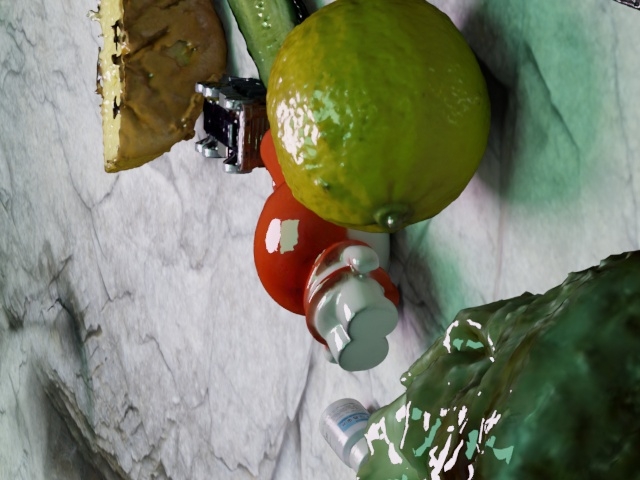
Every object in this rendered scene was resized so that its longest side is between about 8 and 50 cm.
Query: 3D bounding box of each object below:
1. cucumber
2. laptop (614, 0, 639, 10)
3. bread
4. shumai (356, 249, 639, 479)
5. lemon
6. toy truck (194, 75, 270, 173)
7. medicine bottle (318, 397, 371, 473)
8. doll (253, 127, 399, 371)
[{"bbox_3d":[-0.041,-0.223,1.768,0.078,0.062,0.211,-38,46,19],"label":"cucumber"},{"bbox_3d":[0.219,-0.286,1.249,0.154,0.026,0.207,40,130,55],"label":"laptop"},{"bbox_3d":[-0.191,-0.209,1.985,0.160,0.147,0.260,133,134,-68],"label":"bread"},{"bbox_3d":[0.168,0.164,1.065,0.348,0.395,0.395,22,114,60],"label":"shumai"},{"bbox_3d":[0.050,-0.110,1.440,0.192,0.192,0.231,124,141,-53],"label":"lemon"},{"bbox_3d":[-0.079,-0.128,1.824,0.192,0.092,0.083,-143,54,-67],"label":"toy truck"},{"bbox_3d":[0.038,0.200,1.678,0.089,0.052,0.052,47,135,51],"label":"medicine bottle"},{"bbox_3d":[0.000,0.000,1.639,0.290,0.130,0.161,-115,29,-46],"label":"doll"}]
